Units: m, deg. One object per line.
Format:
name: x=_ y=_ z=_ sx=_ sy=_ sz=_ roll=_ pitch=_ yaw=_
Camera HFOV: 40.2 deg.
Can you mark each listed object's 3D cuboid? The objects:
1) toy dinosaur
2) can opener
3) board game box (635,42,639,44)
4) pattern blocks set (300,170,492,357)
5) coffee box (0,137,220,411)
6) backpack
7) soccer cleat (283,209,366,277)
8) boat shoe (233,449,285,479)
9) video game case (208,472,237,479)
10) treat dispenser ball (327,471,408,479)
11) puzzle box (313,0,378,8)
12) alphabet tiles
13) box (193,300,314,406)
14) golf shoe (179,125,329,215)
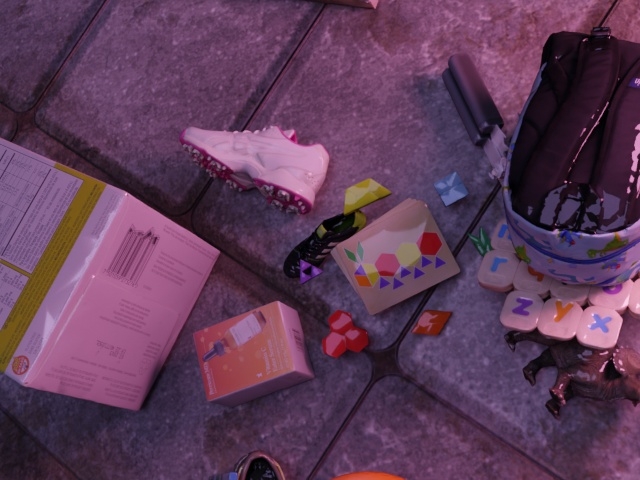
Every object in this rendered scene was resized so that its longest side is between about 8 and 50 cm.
toy dinosaur: x=0.386 y=0.166 z=1.327 sx=0.160 sy=0.121 sz=0.313 roll=-30 pitch=47 yaw=-6
can opener: x=0.294 y=-0.198 z=1.496 sx=0.093 sy=0.074 sz=0.280 roll=-16 pitch=66 yaw=-20
board game box: x=0.567 y=-0.233 z=1.409 sx=0.126 sy=0.026 sz=0.186 roll=2 pitch=75 yaw=22
pattern blocks set: x=0.123 y=0.032 z=1.472 sx=0.325 sy=0.026 sz=0.285 roll=-19 pitch=82 yaw=6
coffee box: x=-0.452 y=0.065 z=1.547 sx=0.335 sy=0.337 sz=0.338 roll=22 pitch=81 yaw=25
backpack: x=0.411 y=-0.107 z=1.286 sx=0.290 sy=0.273 sz=0.355 roll=16 pitch=50 yaw=21
soccer cleat: x=0.000 y=0.000 z=1.541 sx=0.179 sy=0.072 sz=0.060 roll=-37 pitch=64 yaw=8
boat shoe: x=-0.093 y=0.491 z=1.403 sx=0.109 sy=0.091 sz=0.304 roll=-4 pitch=70 yaw=-7
video game case: x=-0.162 y=0.444 z=1.434 sx=0.015 sy=0.166 sz=0.119 roll=5 pitch=72 yaw=-18
treat dispenser ball: x=0.069 y=0.477 z=1.245 sx=0.288 sy=0.288 sz=0.288 roll=-7 pitch=72 yaw=20
puzzle box: x=0.045 y=-0.665 z=1.741 sx=0.272 sy=0.052 sz=0.408 roll=14 pitch=79 yaw=24
alphabet tiles: x=0.395 y=0.043 z=1.342 sx=0.284 sy=0.021 sz=0.278 roll=11 pitch=53 yaw=25
box: x=-0.116 y=0.199 z=1.517 sx=0.171 sy=0.091 sz=0.130 roll=-22 pitch=67 yaw=14
golf shoe: x=-0.120 y=-0.159 z=1.631 sx=0.306 sy=0.115 sz=0.140 roll=26 pitch=74 yaw=20
